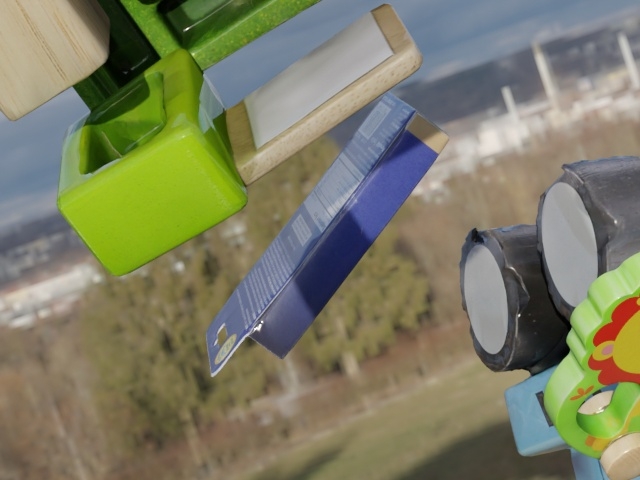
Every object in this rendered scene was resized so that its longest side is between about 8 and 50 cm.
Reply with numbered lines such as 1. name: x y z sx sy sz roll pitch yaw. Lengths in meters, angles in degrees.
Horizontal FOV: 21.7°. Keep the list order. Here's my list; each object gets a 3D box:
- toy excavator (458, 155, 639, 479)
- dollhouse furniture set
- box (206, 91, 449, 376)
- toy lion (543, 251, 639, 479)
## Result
1. toy excavator: 0.252 0.190 1.174 0.222 0.445 0.433 -8 -14 -17
2. dollhouse furniture set: -0.094 -0.170 0.563 0.151 0.301 0.197 -32 23 7
3. box: 0.000 0.000 1.168 0.225 0.036 0.136 -51 11 5
4. toy lion: 0.127 0.042 0.647 0.100 0.034 0.096 -41 -44 17
